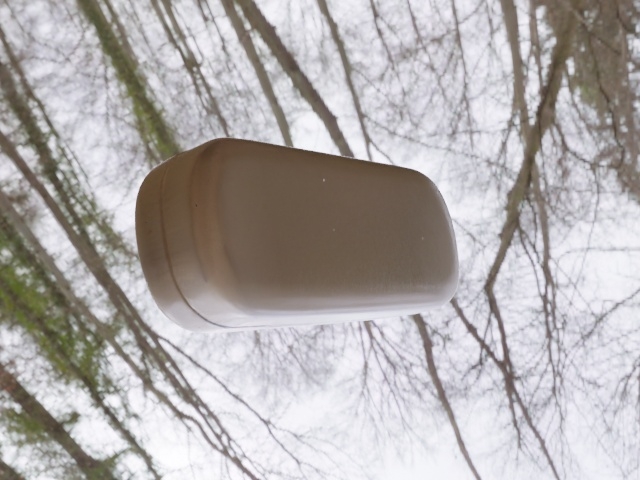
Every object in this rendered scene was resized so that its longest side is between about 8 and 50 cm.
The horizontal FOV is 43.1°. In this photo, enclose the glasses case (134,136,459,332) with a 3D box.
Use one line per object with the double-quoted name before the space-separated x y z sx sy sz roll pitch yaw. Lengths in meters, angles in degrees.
"glasses case" 0.000 0.000 0.399 0.050 0.196 0.083 -15 -102 39
